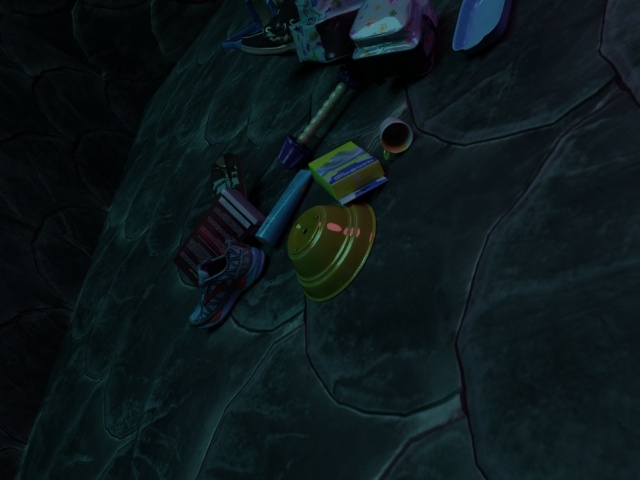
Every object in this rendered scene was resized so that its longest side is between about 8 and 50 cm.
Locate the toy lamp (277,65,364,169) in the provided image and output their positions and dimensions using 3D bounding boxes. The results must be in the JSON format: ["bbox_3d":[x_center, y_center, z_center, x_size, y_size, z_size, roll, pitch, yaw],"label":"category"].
[{"bbox_3d":[-0.007,-0.290,1.475,0.275,0.080,0.080,-51,29,13],"label":"toy lamp"}]

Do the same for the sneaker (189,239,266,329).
[{"bbox_3d":[-0.248,0.096,1.442,0.262,0.125,0.104,-49,29,18],"label":"sneaker"}]

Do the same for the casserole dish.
[{"bbox_3d":[0.306,-0.419,1.130,0.114,0.037,0.189,-17,50,52],"label":"casserole dish"}]

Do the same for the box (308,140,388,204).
[{"bbox_3d":[0.052,-0.138,1.225,0.109,0.042,0.178,-29,28,-6],"label":"box"}]

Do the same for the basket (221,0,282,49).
[{"bbox_3d":[-0.174,-0.699,1.977,0.288,0.201,0.255,-30,26,-10],"label":"basket"}]

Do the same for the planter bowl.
[{"bbox_3d":[0.000,0.000,1.168,0.217,0.090,0.217,-40,33,32],"label":"planter bowl"}]

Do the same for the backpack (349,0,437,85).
[{"bbox_3d":[0.156,-0.440,1.270,0.165,0.144,0.188,-3,52,34],"label":"backpack"}]

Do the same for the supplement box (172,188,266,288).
[{"bbox_3d":[-0.249,0.003,1.525,0.130,0.073,0.239,44,105,17],"label":"supplement box"}]

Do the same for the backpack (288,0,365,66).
[{"bbox_3d":[0.043,-0.513,1.460,0.225,0.191,0.253,-25,15,-16],"label":"backpack"}]

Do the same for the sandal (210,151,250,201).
[{"bbox_3d":[-0.228,-0.095,1.630,0.120,0.086,0.303,-15,63,24],"label":"sandal"}]

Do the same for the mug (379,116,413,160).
[{"bbox_3d":[0.136,-0.203,1.178,0.078,0.062,0.064,-42,24,17],"label":"mug"}]

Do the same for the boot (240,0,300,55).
[{"bbox_3d":[-0.090,-0.664,1.693,0.377,0.138,0.284,11,115,43],"label":"boot"}]

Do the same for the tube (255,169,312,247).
[{"bbox_3d":[-0.080,-0.084,1.431,0.080,0.052,0.207,10,66,56],"label":"tube"}]
